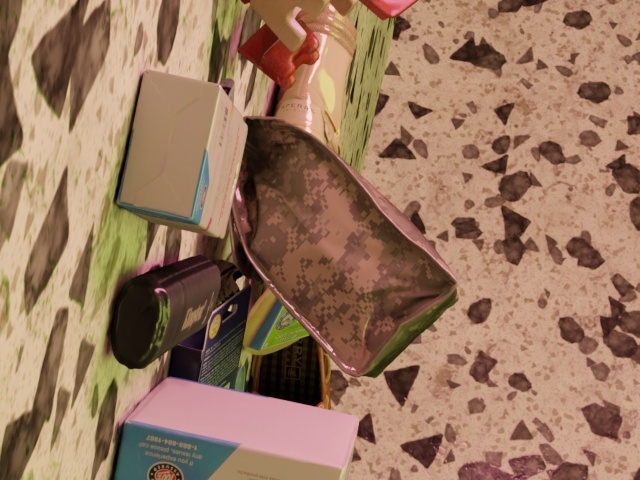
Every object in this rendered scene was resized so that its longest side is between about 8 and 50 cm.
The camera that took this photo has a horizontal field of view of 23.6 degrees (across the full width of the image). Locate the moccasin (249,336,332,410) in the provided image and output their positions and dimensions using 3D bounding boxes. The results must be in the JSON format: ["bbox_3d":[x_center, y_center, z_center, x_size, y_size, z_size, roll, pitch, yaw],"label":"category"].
[{"bbox_3d":[-0.041,0.240,2.245,0.147,0.139,0.380,-58,159,-75],"label":"moccasin"}]

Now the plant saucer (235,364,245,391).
[{"bbox_3d":[-0.119,0.216,1.952,0.119,0.021,0.119,11,90,-85],"label":"plant saucer"}]

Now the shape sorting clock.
[{"bbox_3d":[-0.026,0.078,2.074,0.206,0.040,0.206,-35,152,-22],"label":"shape sorting clock"}]

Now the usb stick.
[{"bbox_3d":[-0.128,0.057,1.309,0.278,0.045,0.077,-32,133,-84],"label":"usb stick"}]

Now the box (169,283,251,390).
[{"bbox_3d":[-0.122,0.160,1.582,0.136,0.036,0.225,-37,140,-70],"label":"box"}]

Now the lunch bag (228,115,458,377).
[{"bbox_3d":[0.000,0.000,1.621,0.169,0.287,0.235,-42,173,0],"label":"lunch bag"}]

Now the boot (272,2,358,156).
[{"bbox_3d":[-0.008,-0.171,1.957,0.262,0.095,0.203,73,27,-72],"label":"boot"}]

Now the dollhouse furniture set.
[{"bbox_3d":[0.015,-0.303,1.568,0.374,0.152,0.201,-41,172,-41],"label":"dollhouse furniture set"}]

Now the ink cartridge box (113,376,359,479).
[{"bbox_3d":[-0.090,0.291,1.406,0.197,0.198,0.270,-52,154,-81],"label":"ink cartridge box"}]

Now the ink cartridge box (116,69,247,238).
[{"bbox_3d":[-0.105,-0.062,1.203,0.181,0.061,0.104,53,49,-83],"label":"ink cartridge box"}]

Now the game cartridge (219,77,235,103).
[{"bbox_3d":[-0.098,-0.111,1.465,0.083,0.017,0.056,-73,176,-51],"label":"game cartridge"}]

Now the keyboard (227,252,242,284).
[{"bbox_3d":[-0.103,0.045,1.794,0.256,0.014,0.072,-67,167,-67],"label":"keyboard"}]

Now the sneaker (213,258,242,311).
[{"bbox_3d":[-0.105,0.057,1.645,0.032,0.037,0.083,97,7,-58],"label":"sneaker"}]
